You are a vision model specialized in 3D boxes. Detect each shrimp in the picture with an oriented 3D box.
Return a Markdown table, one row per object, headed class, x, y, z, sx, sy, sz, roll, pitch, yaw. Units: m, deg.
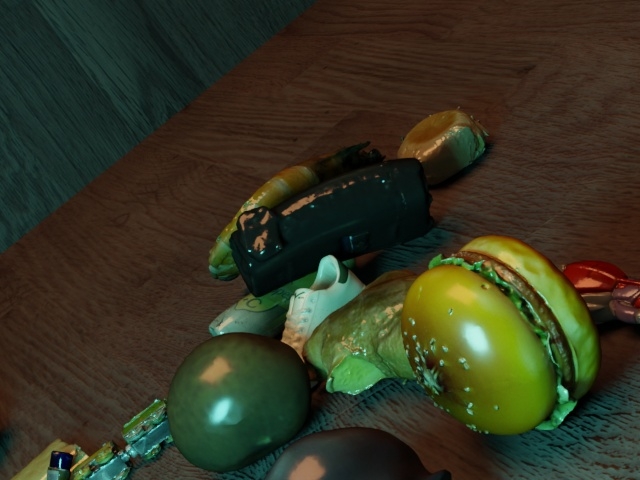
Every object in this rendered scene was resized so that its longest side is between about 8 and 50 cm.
| class | x | y | z | sx | sy | sz | roll | pitch | yaw |
| --- | --- | --- | --- | --- | --- | --- | --- | --- | --- |
| shrimp | -0.037 | -0.054 | 2.462 | 0.445 | 0.085 | 0.272 | -34 | -19 | -40 |

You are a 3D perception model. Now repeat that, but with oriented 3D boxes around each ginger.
| class | x | y | z | sx | sy | sz | roll | pitch | yaw |
| --- | --- | --- | --- | --- | --- | --- | --- | --- | --- |
| ginger | 0.068 | 0.130 | 1.927 | 0.270 | 0.123 | 0.218 | -11 | 34 | 38 |

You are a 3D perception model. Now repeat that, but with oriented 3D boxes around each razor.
| class | x | y | z | sx | sy | sz | roll | pitch | yaw |
| --- | --- | --- | --- | --- | --- | --- | --- | --- | --- |
| razor | 0.019 | -0.024 | 2.188 | 0.327 | 0.189 | 0.107 | -21 | 63 | -8 |

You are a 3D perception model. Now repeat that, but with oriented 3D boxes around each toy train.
| class | x | y | z | sx | sy | sz | roll | pitch | yaw |
| --- | --- | --- | --- | --- | --- | --- | --- | --- | --- |
| toy train | -0.305 | 0.330 | 2.170 | 0.202 | 0.060 | 0.081 | -38 | 14 | -5 |

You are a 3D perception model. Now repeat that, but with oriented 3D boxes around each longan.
| class | x | y | z | sx | sy | sz | roll | pitch | yaw |
| --- | --- | --- | --- | --- | --- | --- | --- | --- | --- |
| longan | -0.118 | 0.222 | 1.936 | 0.212 | 0.198 | 0.198 | -32 | 21 | 18 |

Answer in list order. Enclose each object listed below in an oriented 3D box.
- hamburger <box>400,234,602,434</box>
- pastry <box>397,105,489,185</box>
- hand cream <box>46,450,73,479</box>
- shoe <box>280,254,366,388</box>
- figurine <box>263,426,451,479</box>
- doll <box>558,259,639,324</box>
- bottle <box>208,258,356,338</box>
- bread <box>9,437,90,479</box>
| class | x | y | z | sx | sy | sz | roll | pitch | yaw |
| --- | --- | --- | --- | --- | --- | --- | --- | --- | --- |
| hamburger | 0.195 | 0.124 | 1.592 | 0.170 | 0.246 | 0.246 | -31 | 17 | -25 |
| pastry | 0.210 | -0.162 | 2.393 | 0.166 | 0.088 | 0.166 | -31 | 22 | 14 |
| hand cream | -0.425 | 0.410 | 2.155 | 0.062 | 0.039 | 0.163 | 3 | 74 | 53 |
| shoe | -0.023 | 0.132 | 2.093 | 0.095 | 0.110 | 0.265 | -12 | 29 | 45 |
| figurine | 0.073 | 0.345 | 1.463 | 0.218 | 0.206 | 0.365 | -56 | 46 | 7 |
| doll | 0.352 | 0.064 | 1.709 | 0.228 | 0.075 | 0.102 | 5 | 30 | 46 |
| bottle | -0.057 | 0.096 | 2.261 | 0.270 | 0.083 | 0.083 | -35 | 20 | -19 |
| bread | -0.463 | 0.403 | 2.247 | 0.178 | 0.060 | 0.139 | -44 | 23 | -22 |
